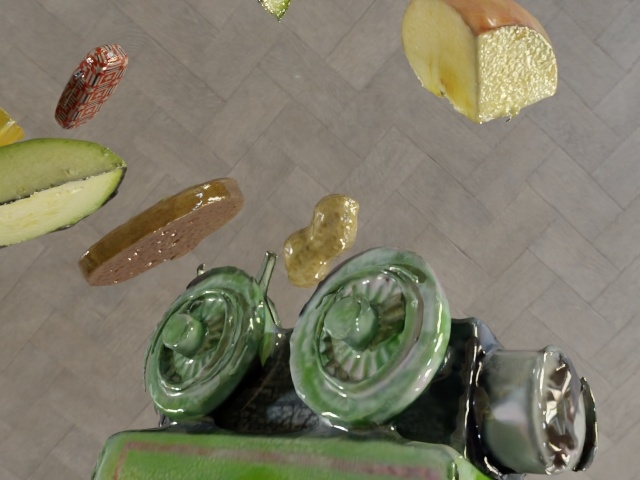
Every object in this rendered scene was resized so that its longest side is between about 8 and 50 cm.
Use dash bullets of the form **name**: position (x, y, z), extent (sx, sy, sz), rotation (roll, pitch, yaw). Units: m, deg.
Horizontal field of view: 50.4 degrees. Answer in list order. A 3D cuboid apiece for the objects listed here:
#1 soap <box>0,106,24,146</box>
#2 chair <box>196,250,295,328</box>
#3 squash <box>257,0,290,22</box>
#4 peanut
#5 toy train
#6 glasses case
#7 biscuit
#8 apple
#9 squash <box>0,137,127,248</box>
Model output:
- **soap**: position (-0.584, -0.216, 1.087), extent (0.257, 0.160, 0.080), rotation (31, 77, 31)
- **chair**: position (-0.158, 0.134, 1.261), extent (0.203, 0.275, 0.191), rotation (-9, 69, -20)
- **squash**: position (-0.089, -0.387, 0.821), extent (0.093, 0.169, 0.252), rotation (-45, 114, 0)
- **peanut**: position (-0.002, 0.000, 1.054), extent (0.089, 0.089, 0.193), rotation (31, 124, -7)
- **toy train**: position (-0.003, 0.147, 0.408), extent (0.307, 0.249, 0.173), rotation (-10, 143, 37)
- **glasses case**: position (-0.360, -0.244, 1.064), extent (0.049, 0.073, 0.194), rotation (54, 135, -2)
- **biscuit**: position (-0.353, -0.020, 1.532), extent (0.394, 0.350, 0.070), rotation (-30, 82, -6)
- **apple**: position (0.320, -0.402, 1.443), extent (0.314, 0.309, 0.252), rotation (17, 119, -35)
- **squash**: position (-0.330, -0.057, 0.751), extent (0.191, 0.184, 0.085), rotation (-22, 86, -35)
